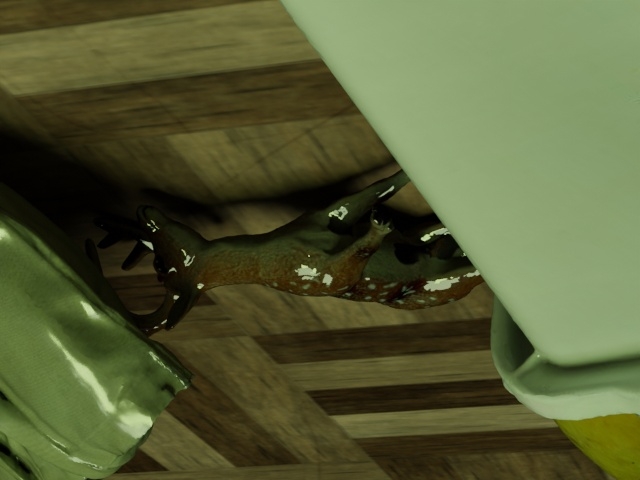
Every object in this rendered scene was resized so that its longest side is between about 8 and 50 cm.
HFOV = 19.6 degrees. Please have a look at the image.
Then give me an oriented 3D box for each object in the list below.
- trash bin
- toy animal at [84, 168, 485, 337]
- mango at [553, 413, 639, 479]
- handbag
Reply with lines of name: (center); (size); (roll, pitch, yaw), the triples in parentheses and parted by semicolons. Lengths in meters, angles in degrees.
trash bin: (0.145, -0.113, 0.676); (0.296, 0.255, 0.368); (-10, 146, 30)
toy animal: (-0.001, 0.017, 1.166); (0.243, 0.087, 0.260); (18, 149, -29)
mango: (0.248, 0.030, 1.039); (0.253, 0.182, 0.365); (-2, 153, -5)
handbag: (-0.219, 0.059, 1.178); (0.253, 0.109, 0.316); (43, 148, -3)
